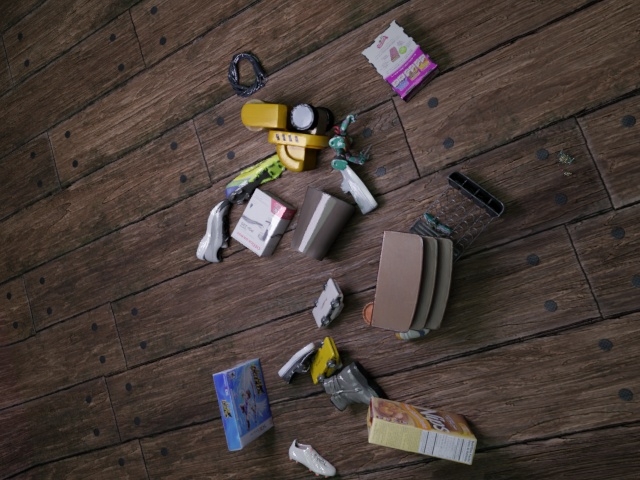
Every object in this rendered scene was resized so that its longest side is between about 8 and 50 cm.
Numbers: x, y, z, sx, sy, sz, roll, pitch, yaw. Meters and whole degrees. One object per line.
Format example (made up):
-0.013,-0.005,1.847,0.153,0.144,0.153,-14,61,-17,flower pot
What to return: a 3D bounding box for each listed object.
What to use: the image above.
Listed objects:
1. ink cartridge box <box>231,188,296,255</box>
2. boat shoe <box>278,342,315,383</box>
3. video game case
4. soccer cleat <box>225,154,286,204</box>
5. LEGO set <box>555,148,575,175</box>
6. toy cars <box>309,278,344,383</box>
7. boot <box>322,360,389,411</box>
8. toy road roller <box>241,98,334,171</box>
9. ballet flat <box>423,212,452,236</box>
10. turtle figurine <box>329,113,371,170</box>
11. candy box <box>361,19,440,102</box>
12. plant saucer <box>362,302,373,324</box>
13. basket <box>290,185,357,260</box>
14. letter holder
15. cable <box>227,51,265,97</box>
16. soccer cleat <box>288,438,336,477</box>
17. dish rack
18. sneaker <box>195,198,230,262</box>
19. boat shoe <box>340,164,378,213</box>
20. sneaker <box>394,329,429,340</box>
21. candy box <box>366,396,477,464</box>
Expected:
-0.220,-0.068,1.864,0.159,0.092,0.217,33,103,20,ink cartridge box
-0.075,0.459,1.779,0.076,0.080,0.228,50,123,13,boat shoe
-0.279,0.596,1.792,0.061,0.244,0.269,-16,83,20,video game case
-0.257,-0.259,1.885,0.289,0.093,0.121,-35,54,12,soccer cleat
0.762,-0.243,1.510,0.054,0.023,0.083,9,105,24,LEGO set
0.038,0.331,1.748,0.176,0.087,0.393,5,91,62,toy cars
0.131,0.555,1.699,0.161,0.083,0.246,-39,85,14,boot
-0.121,-0.382,1.777,0.330,0.202,0.240,11,103,20,toy road roller
0.391,-0.049,1.646,0.114,0.041,0.041,37,102,19,ballet flat
0.093,-0.338,1.704,0.118,0.234,0.175,-16,110,28,turtle figurine
0.278,-0.621,1.684,0.159,0.071,0.233,-41,76,17,candy box
0.193,0.263,1.731,0.084,0.013,0.083,0,90,23,plant saucer
-0.004,-0.053,1.730,0.205,0.154,0.226,25,93,27,basket
0.293,0.130,1.508,0.215,0.152,0.301,9,93,18,letter holder
-0.303,-0.666,1.940,0.151,0.047,0.184,-35,79,23,cable
-0.029,0.804,1.784,0.196,0.068,0.076,16,92,24,soccer cleat
0.433,-0.066,1.581,0.208,0.074,0.271,41,87,18,dish rack
-0.406,-0.037,1.946,0.108,0.100,0.271,21,100,7,sneaker
0.114,-0.194,1.737,0.081,0.079,0.227,-38,79,13,boat shoe
0.299,0.187,1.656,0.131,0.112,0.296,-9,88,5,sneaker
0.311,0.598,1.538,0.317,0.183,0.087,10,94,3,candy box
